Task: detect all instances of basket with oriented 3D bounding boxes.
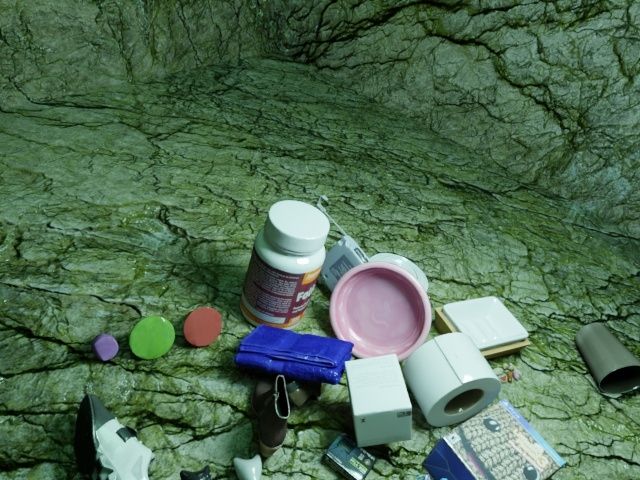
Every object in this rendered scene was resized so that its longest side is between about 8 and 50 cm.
[{"bbox_3d":[1.060,0.428,1.996,0.204,0.154,0.227,4,35,-16],"label":"basket"}]

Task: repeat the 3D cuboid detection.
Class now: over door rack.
[{"bbox_3d":[0.000,0.000,2.076,0.239,0.108,0.324,-22,73,-42],"label":"over door rack"}]

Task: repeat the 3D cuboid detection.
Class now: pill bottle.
[{"bbox_3d":[-0.113,0.083,1.699,0.224,0.392,0.224,12,37,-9],"label":"pill bottle"}]

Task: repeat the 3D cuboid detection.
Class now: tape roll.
[{"bbox_3d":[0.392,0.419,1.621,0.246,0.246,0.169,0,40,-25],"label":"tape roll"}]

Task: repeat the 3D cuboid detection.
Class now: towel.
[{"bbox_3d":[-0.071,0.319,1.574,0.308,0.076,0.227,9,17,13],"label":"towel"}]

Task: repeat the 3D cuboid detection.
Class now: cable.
[{"bbox_3d":[0.275,0.155,2.042,0.257,0.089,0.257,30,37,13],"label":"cable"}]

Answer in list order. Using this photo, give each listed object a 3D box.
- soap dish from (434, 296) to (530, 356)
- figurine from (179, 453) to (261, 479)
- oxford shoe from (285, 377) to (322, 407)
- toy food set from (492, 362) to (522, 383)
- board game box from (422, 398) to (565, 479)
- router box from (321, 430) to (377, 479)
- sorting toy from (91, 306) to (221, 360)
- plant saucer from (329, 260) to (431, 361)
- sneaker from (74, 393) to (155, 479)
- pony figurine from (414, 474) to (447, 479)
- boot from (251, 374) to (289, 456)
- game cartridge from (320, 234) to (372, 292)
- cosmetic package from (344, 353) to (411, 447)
[{"bbox_3d":[0.572,0.324,1.930,0.291,0.118,0.229,-5,43,-30],"label":"soap dish"},{"bbox_3d":[-0.205,0.604,1.250,0.215,0.092,0.209,-2,37,-28],"label":"figurine"},{"bbox_3d":[-0.032,0.419,1.584,0.227,0.083,0.096,-26,89,-56],"label":"oxford shoe"},{"bbox_3d":[0.652,0.461,1.871,0.122,0.019,0.078,-15,48,-38],"label":"toy food set"},{"bbox_3d":[0.478,0.616,1.490,0.291,0.141,0.232,-14,47,-36],"label":"board game box"},{"bbox_3d":[0.077,0.584,1.437,0.122,0.038,0.092,33,39,18],"label":"router box"},{"bbox_3d":[-0.482,0.261,1.578,0.366,0.127,0.126,-9,16,-30],"label":"sorting toy"},{"bbox_3d":[0.195,0.228,1.734,0.332,0.332,0.084,30,15,15],"label":"plant saucer"},{"bbox_3d":[-0.472,0.498,1.256,0.146,0.122,0.330,8,32,-45],"label":"sneaker"},{"bbox_3d":[0.253,0.671,1.200,0.364,0.351,0.302,-4,34,1],"label":"pony figurine"},{"bbox_3d":[-0.120,0.418,1.420,0.090,0.206,0.248,8,38,-15],"label":"boot"},{"bbox_3d":[0.122,0.149,1.859,0.294,0.196,0.060,52,36,9],"label":"game cartridge"},{"bbox_3d":[0.156,0.437,1.475,0.151,0.151,0.183,-8,37,-1],"label":"cosmetic package"}]
